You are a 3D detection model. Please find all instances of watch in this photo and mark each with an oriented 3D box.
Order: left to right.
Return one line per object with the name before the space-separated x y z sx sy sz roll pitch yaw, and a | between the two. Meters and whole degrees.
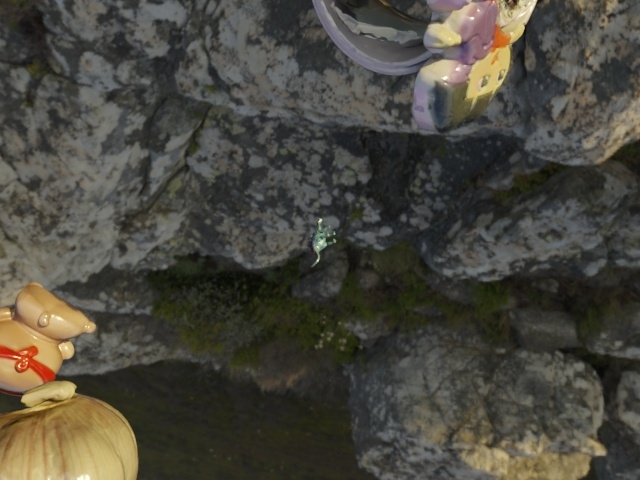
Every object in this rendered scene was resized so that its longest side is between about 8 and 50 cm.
watch | 0.091 -0.257 0.593 0.231 0.196 0.244 25 135 27

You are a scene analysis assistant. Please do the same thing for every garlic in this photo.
garlic | -0.431 0.362 0.868 0.241 0.322 0.322 58 135 17

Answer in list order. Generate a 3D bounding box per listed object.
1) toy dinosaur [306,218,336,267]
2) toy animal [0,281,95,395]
toy dinosaur | 0.000 0.000 1.642 0.080 0.197 0.045 -23 127 27
toy animal | -0.537 0.193 1.052 0.171 0.198 0.171 32 168 8
